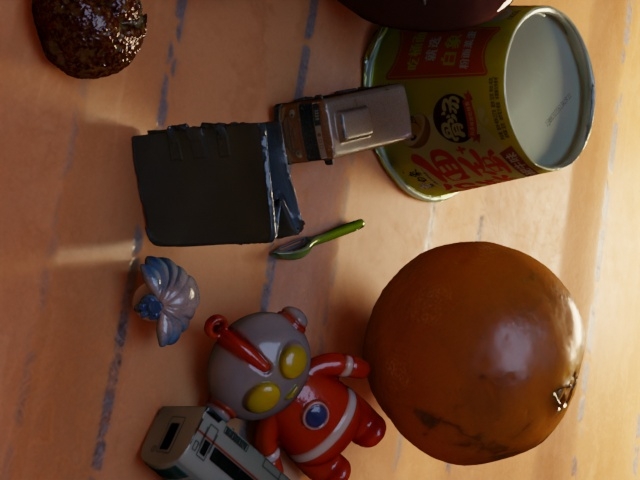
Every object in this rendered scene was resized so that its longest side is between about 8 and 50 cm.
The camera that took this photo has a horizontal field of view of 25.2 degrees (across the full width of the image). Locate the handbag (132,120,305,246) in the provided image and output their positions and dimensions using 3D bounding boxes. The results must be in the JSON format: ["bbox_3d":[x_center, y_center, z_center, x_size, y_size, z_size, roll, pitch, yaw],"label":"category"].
[{"bbox_3d":[-0.124,-0.066,1.649,0.057,0.221,0.144,-22,107,-44],"label":"handbag"}]

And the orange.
[{"bbox_3d":[0.207,0.153,1.949,0.312,0.312,0.312,2,88,-48],"label":"orange"}]

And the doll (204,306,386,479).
[{"bbox_3d":[-0.040,0.191,1.814,0.200,0.105,0.336,-48,127,-8],"label":"doll"}]

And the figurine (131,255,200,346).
[{"bbox_3d":[-0.183,0.067,1.701,0.114,0.079,0.114,-19,90,-81],"label":"figurine"}]

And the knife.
[{"bbox_3d":[0.000,0.000,1.931,0.184,0.022,0.026,-22,80,-45],"label":"knife"}]

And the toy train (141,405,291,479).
[{"bbox_3d":[-0.065,0.348,1.800,0.407,0.086,0.088,47,52,-36],"label":"toy train"}]

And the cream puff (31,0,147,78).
[{"bbox_3d":[-0.253,-0.255,1.614,0.149,0.084,0.149,-1,91,-49],"label":"cream puff"}]

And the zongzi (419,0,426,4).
[{"bbox_3d":[-0.005,-0.464,1.700,0.323,0.160,0.360,38,22,-47],"label":"zongzi"}]

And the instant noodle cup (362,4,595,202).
[{"bbox_3d":[0.237,-0.210,2.048,0.311,0.221,0.311,3,86,-48],"label":"instant noodle cup"}]

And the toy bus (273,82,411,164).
[{"bbox_3d":[0.033,-0.156,1.909,0.182,0.103,0.091,-17,101,-46],"label":"toy bus"}]

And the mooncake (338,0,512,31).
[{"bbox_3d":[0.155,-0.418,1.944,0.174,0.333,0.326,62,13,-44],"label":"mooncake"}]
